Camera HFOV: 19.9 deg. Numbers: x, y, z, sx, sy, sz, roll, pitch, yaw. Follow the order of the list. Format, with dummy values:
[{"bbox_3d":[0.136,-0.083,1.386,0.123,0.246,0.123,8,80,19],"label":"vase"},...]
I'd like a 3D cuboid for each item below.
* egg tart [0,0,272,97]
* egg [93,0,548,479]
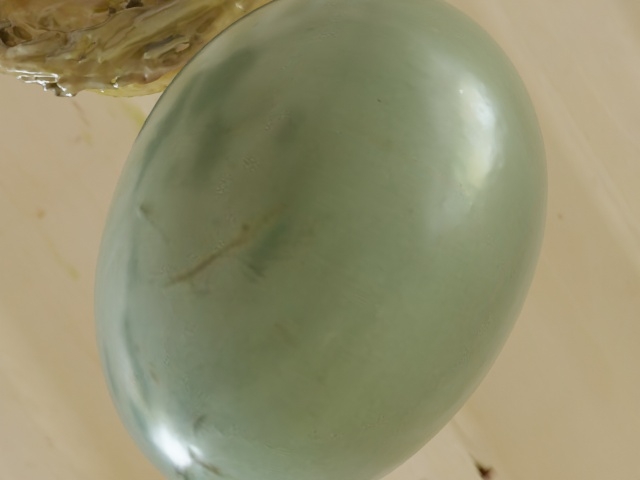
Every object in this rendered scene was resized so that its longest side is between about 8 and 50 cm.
[{"bbox_3d":[-0.116,-0.186,1.191,0.288,0.118,0.288,-11,-135,12],"label":"egg tart"},{"bbox_3d":[0.000,0.000,0.727,0.168,0.168,0.230,11,-121,30],"label":"egg"}]
